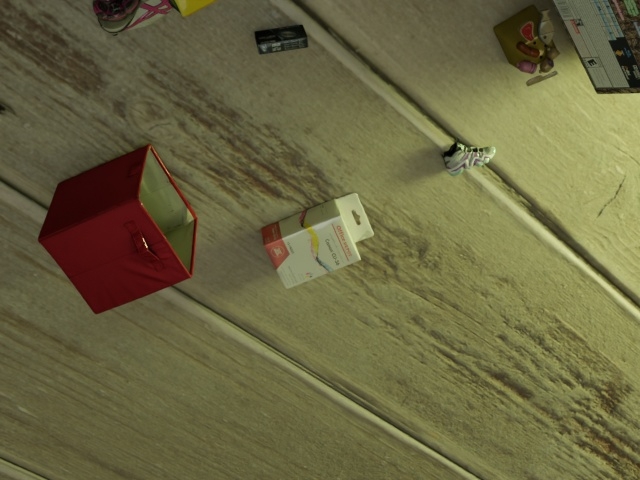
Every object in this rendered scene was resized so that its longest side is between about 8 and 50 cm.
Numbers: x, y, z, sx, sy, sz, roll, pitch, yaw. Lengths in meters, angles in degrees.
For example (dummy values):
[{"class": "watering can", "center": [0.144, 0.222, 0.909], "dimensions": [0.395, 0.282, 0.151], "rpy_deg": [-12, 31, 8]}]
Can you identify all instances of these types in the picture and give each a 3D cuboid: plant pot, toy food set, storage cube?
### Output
[{"class": "plant pot", "center": [0.360, -0.341, 1.479], "dimensions": [0.081, 0.083, 0.081], "rpy_deg": [-30, 123, 9]}, {"class": "toy food set", "center": [0.360, -0.316, 1.431], "dimensions": [0.078, 0.019, 0.122], "rpy_deg": [-22, 123, 4]}, {"class": "storage cube", "center": [-0.344, -0.020, 1.489], "dimensions": [0.193, 0.215, 0.184], "rpy_deg": [-21, 124, 11]}]

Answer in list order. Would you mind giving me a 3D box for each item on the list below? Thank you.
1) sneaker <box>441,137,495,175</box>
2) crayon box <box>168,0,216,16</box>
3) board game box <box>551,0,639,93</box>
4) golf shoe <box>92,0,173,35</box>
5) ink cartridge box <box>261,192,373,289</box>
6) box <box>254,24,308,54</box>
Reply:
[{"class": "sneaker", "center": [0.273, -0.167, 1.601], "dimensions": [0.098, 0.038, 0.069], "rpy_deg": [-27, 123, 7]}, {"class": "crayon box", "center": [-0.149, -0.554, 1.209], "dimensions": [0.313, 0.106, 0.363], "rpy_deg": [-29, 122, -4]}, {"class": "board game box", "center": [0.550, -0.365, 1.359], "dimensions": [0.141, 0.291, 0.232], "rpy_deg": [-52, 124, -20]}, {"class": "golf shoe", "center": [-0.267, -0.386, 1.363], "dimensions": [0.186, 0.067, 0.086], "rpy_deg": [-24, 165, -6]}, {"class": "ink cartridge box", "center": [0.000, 0.000, 1.643], "dimensions": [0.198, 0.067, 0.115], "rpy_deg": [-23, 123, 5]}, {"class": "box", "center": [-0.065, -0.333, 1.420], "dimensions": [0.083, 0.067, 0.018], "rpy_deg": [-9, 123, -3]}]
